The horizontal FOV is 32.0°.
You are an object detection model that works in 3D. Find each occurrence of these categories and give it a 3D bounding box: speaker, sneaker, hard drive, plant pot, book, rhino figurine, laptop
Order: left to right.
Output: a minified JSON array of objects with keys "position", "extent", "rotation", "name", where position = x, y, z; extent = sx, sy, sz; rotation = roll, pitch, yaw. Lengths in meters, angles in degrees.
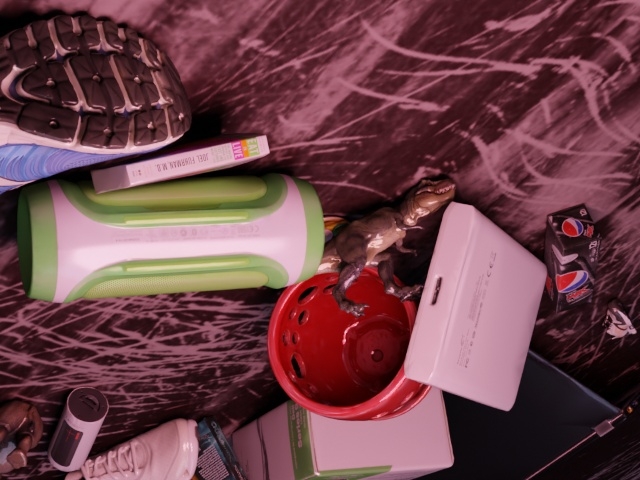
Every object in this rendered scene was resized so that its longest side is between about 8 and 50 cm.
[{"position":[-0.442,0.290,1.444],"extent":[0.073,0.106,0.243],"rotation":[42,121,-15],"name":"rhino figurine"},{"position":[-0.274,-0.105,0.968],"extent":[0.330,0.130,0.147],"rotation":[-7,166,-25],"name":"sneaker"},{"position":[-0.323,0.251,1.484],"extent":[0.055,0.055,0.136],"rotation":[1,142,-27],"name":"speaker"},{"position":[-0.287,0.340,1.592],"extent":[0.292,0.110,0.118],"rotation":[-38,133,26],"name":"sneaker"},{"position":[-0.151,-0.005,1.141],"extent":[0.296,0.131,0.131],"rotation":[-3,143,-22],"name":"speaker"},{"position":[-0.133,-0.075,1.058],"extent":[0.144,0.035,0.096],"rotation":[-16,-173,-29],"name":"book"},{"position":[0.053,0.128,1.369],"extent":[0.191,0.191,0.174],"rotation":[-29,159,14],"name":"plant pot"},{"position":[0.197,0.091,1.358],"extent":[0.040,0.203,0.307],"rotation":[12,172,28],"name":"hard drive"},{"position":[0.318,0.284,1.877],"extent":[0.382,0.236,0.408],"rotation":[-44,167,33],"name":"laptop"},{"position":[0.448,0.124,1.693],"extent":[0.043,0.040,0.109],"rotation":[-25,145,13],"name":"sneaker"}]

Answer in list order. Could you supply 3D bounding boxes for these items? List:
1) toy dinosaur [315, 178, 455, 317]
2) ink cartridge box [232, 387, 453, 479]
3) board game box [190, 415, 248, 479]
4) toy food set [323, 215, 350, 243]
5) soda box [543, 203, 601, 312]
[{"position":[0.046,0.024,1.259],"extent":[0.268,0.118,0.064],"rotation":[-24,157,-11],"name":"toy dinosaur"},{"position":[0.021,0.294,1.586],"extent":[0.211,0.122,0.289],"rotation":[1,160,-26],"name":"ink cartridge box"},{"position":[-0.193,0.356,1.632],"extent":[0.186,0.126,0.026],"rotation":[-38,162,27],"name":"board game box"},{"position":[0.000,0.000,1.316],"extent":[0.083,0.020,0.083],"rotation":[-17,146,-3],"name":"toy food set"},{"position":[0.331,0.027,1.480],"extent":[0.053,0.060,0.169],"rotation":[-17,146,-2],"name":"soda box"}]
